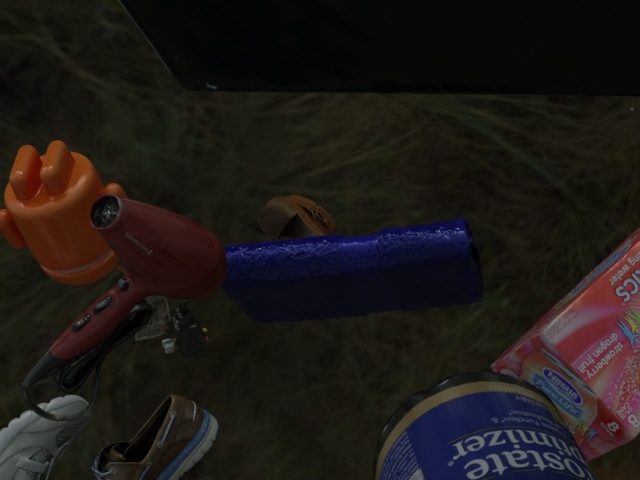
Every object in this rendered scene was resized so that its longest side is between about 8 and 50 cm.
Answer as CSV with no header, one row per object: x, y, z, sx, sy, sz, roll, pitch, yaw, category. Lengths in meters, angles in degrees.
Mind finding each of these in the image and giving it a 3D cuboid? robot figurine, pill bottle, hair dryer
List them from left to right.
-0.335,-0.029,1.661,0.158,0.219,0.128,-35,45,-16,robot figurine
-0.191,0.066,1.270,0.080,0.224,0.293,40,142,32,hair dryer
0.106,0.176,0.677,0.123,0.219,0.122,-4,117,-8,pill bottle

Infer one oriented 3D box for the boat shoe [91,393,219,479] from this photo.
-0.181,0.221,1.193,0.183,0.066,0.066,-49,116,-9,boat shoe

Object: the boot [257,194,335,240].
0.000,0.000,1.928,0.197,0.152,0.073,46,108,3,boot

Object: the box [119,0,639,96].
0.081,-0.207,0.388,0.296,0.294,0.182,7,142,44,box

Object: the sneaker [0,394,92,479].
-0.366,0.305,1.510,0.115,0.105,0.281,38,62,11,sneaker

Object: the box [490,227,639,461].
0.360,0.093,1.418,0.300,0.142,0.154,-37,84,-26,box

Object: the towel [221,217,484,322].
0.042,0.032,1.539,0.308,0.227,0.076,-6,70,9,towel

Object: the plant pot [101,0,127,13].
-0.138,-0.382,1.764,0.254,0.276,0.276,37,103,23,plant pot
